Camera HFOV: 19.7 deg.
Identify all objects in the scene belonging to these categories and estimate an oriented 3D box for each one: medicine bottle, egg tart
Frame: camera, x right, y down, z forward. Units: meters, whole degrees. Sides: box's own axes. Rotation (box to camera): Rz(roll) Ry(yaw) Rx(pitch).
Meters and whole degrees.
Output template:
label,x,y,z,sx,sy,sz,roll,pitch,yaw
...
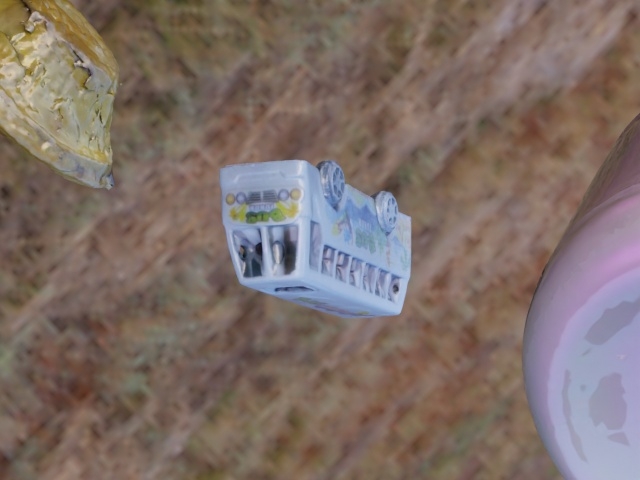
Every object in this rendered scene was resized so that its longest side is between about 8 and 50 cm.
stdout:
label,x,y,z,sx,sy,sz,roll,pitch,yaw
medicine bottle,0.275,0.013,1.051,0.256,0.256,0.325,-58,177,39
egg tart,-0.242,-0.149,1.561,0.106,0.241,0.241,-41,165,8

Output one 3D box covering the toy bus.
label,x,y,z,sx,sy,sz,roll,pitch,yaw
toy bus,0.000,0.000,1.954,0.329,0.109,0.136,23,67,-66
